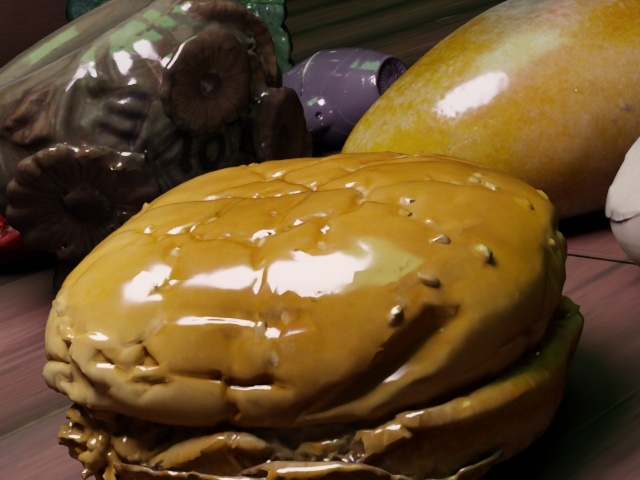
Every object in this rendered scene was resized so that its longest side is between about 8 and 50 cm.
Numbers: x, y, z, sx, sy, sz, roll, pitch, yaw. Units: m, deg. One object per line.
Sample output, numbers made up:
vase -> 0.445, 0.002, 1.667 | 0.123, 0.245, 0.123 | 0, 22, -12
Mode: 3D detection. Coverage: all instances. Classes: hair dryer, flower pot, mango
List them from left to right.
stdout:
flower pot -> -0.153, -0.086, 1.040 | 0.301, 0.213, 0.302 | -25, 22, 11
hair dryer -> -0.092, -0.120, 1.435 | 0.301, 0.121, 0.361 | -7, 20, 43
mango -> 0.187, -0.109, 1.046 | 0.383, 0.199, 0.221 | -20, 23, 0

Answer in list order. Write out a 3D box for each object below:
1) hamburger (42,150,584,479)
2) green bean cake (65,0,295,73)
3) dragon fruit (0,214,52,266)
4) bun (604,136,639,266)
hamburger -> 0.002, 0.044, 0.707 | 0.318, 0.158, 0.319 | -11, 18, 4
green bean cake -> -0.199, -0.315, 1.766 | 0.307, 0.300, 0.169 | -9, 17, 5
dragon fruit -> -0.322, -0.007, 1.235 | 0.161, 0.120, 0.127 | -33, 57, 10
bun -> 0.290, -0.032, 0.838 | 0.173, 0.120, 0.173 | -44, 10, 9
